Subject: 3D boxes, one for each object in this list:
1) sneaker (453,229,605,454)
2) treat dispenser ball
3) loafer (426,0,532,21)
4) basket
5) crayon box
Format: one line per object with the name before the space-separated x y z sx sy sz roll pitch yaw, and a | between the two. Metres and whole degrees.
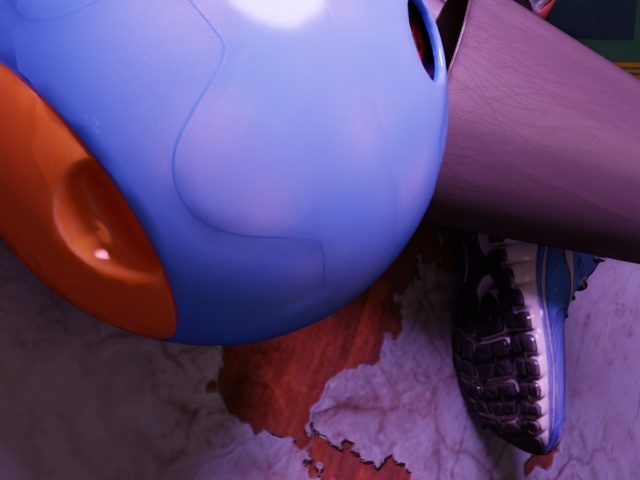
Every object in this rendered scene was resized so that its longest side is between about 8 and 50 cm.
sneaker | 0.222 0.045 0.708 0.147 0.129 0.330 2 86 -25
treat dispenser ball | -0.065 -0.079 0.443 0.288 0.288 0.288 2 86 -27
loafer | 0.147 -0.210 0.681 0.319 0.111 0.112 49 47 -6
basket | 0.182 -0.076 0.577 0.226 0.154 0.204 21 86 -6
crayon box | 0.287 -0.254 0.699 0.318 0.081 0.202 15 51 -41
